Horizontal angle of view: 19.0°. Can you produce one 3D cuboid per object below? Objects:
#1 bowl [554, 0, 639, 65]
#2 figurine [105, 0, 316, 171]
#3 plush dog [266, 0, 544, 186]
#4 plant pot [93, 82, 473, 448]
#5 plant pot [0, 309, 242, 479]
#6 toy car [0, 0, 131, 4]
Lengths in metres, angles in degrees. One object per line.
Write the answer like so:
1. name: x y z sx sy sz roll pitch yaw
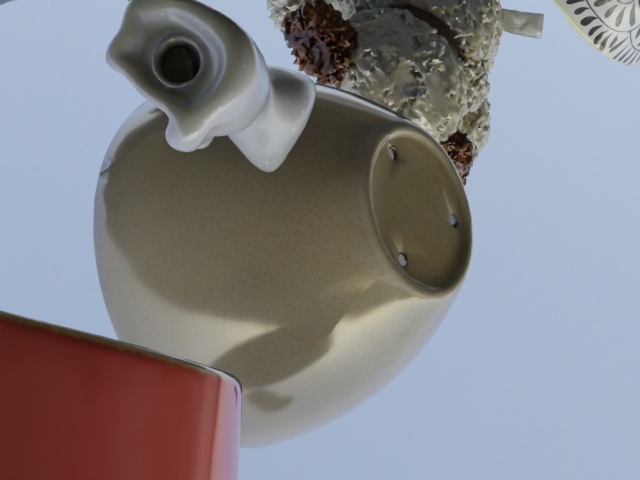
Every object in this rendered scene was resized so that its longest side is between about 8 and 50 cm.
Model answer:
1. bowl: 0.215 -0.213 1.309 0.170 0.080 0.170 30 -133 -38
2. figurine: -0.025 -0.147 1.195 0.092 0.215 0.209 27 -178 19
3. plush dog: 0.081 -0.162 1.720 0.262 0.210 0.225 41 -142 -14
4. plant pot: 0.000 0.000 1.419 0.284 0.191 0.284 22 -119 -47
5. plant pot: -0.157 0.155 0.855 0.275 0.275 0.243 17 -96 -24
6. toy car: -0.186 -0.247 1.478 0.149 0.155 0.188 36 -137 14
